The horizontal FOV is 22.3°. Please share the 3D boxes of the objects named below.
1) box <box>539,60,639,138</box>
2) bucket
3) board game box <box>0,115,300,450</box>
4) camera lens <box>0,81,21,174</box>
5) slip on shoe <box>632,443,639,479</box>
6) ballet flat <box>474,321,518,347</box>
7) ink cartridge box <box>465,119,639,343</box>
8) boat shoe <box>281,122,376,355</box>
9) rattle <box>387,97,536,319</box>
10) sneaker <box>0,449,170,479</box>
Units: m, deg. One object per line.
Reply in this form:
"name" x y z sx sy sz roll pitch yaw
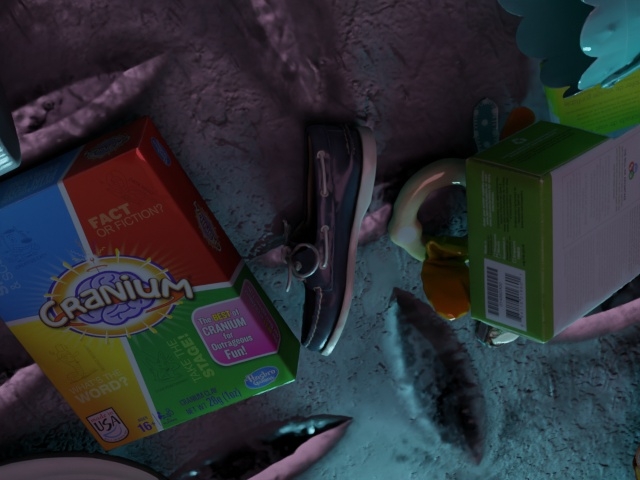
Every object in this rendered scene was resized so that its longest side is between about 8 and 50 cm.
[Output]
"box" 0.305 -0.120 1.743 0.109 0.042 0.178 -17 119 -4
"bucket" 0.273 -0.292 1.532 0.183 0.281 0.281 -20 119 -6
"board game box" -0.201 0.053 1.672 0.242 0.064 0.316 -23 120 18
"camera lens" -0.438 -0.112 1.484 0.274 0.219 0.219 -20 119 -2
"slip on shoe" 0.428 0.286 1.949 0.123 0.101 0.331 -27 135 -27
"ballet flat" 0.231 0.090 1.834 0.114 0.041 0.041 -28 119 2
"ink cartridge box" 0.269 -0.033 1.705 0.255 0.097 0.188 -29 125 -41
"boat shoe" 0.000 0.000 1.707 0.079 0.095 0.254 4 114 -16
"rattle" 0.163 -0.039 1.703 0.130 0.143 0.199 41 109 -8
"sneaker" -0.361 0.373 1.704 0.448 0.257 0.169 -3 135 -7
